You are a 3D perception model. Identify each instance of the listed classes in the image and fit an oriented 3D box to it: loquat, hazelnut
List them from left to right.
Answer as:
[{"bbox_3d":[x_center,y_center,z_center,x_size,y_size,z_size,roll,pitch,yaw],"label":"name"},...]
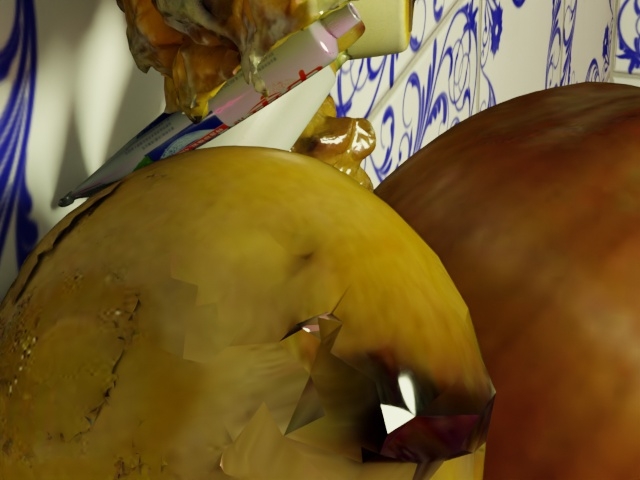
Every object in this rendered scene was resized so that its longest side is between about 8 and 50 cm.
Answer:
[{"bbox_3d":[-0.040,0.076,0.685,0.235,0.235,0.235,8,90,-73],"label":"loquat"},{"bbox_3d":[0.154,0.078,0.947,0.366,0.366,0.365,8,90,-73],"label":"hazelnut"}]

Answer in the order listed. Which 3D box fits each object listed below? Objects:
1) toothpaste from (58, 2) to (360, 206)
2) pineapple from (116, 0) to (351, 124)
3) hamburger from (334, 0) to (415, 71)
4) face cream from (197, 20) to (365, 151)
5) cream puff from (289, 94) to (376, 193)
[{"bbox_3d":[-0.053,-0.063,0.733,0.028,0.170,0.045,57,18,-1],"label":"toothpaste"},{"bbox_3d":[-0.048,-0.211,0.697,0.209,0.286,0.344,50,56,-16],"label":"pineapple"},{"bbox_3d":[0.021,-0.177,1.016,0.126,0.082,0.141,83,10,-45],"label":"hamburger"},{"bbox_3d":[-0.046,-0.053,0.803,0.182,0.051,0.072,-55,155,-6],"label":"face cream"},{"bbox_3d":[-0.024,-0.032,0.876,0.094,0.116,0.122,-32,111,-72],"label":"cream puff"}]
